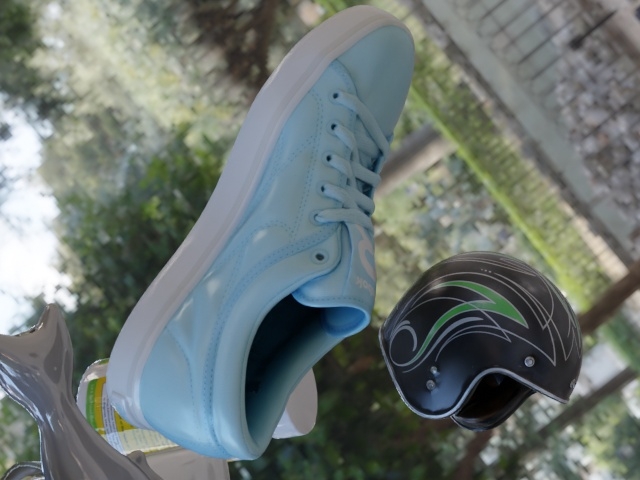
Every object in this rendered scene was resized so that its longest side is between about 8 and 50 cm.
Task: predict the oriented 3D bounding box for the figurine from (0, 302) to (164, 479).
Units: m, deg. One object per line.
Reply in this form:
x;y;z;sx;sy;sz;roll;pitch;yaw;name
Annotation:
-0.237;0.175;0.992;0.092;0.215;0.209;-18;101;57;figurine

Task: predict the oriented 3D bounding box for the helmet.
0.153;0.091;1.213;0.169;0.161;0.169;49;-161;-23;helmet

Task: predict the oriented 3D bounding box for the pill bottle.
-0.134;0.182;1.480;0.136;0.245;0.136;-11;-90;-70;pill bottle

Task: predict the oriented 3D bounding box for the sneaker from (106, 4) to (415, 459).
0.000;0.000;0.975;0.150;0.366;0.135;23;169;32;sneaker

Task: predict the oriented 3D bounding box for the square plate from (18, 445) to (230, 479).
-0.229;0.343;1.103;0.049;0.347;0.344;87;172;-57;square plate

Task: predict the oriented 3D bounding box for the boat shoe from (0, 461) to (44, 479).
-0.341;0.338;1.673;0.091;0.109;0.305;39;168;-34;boat shoe
